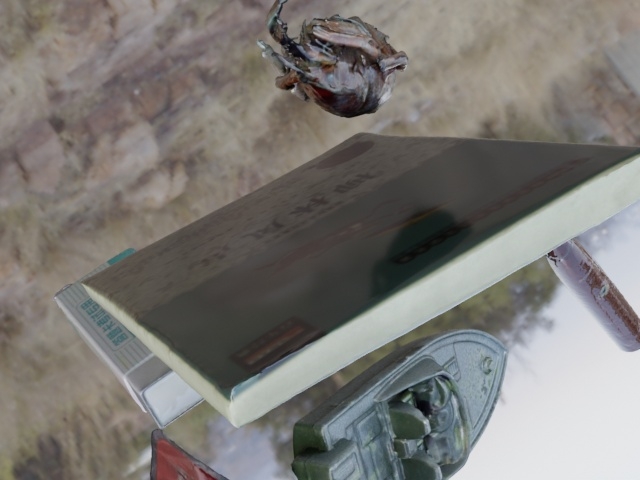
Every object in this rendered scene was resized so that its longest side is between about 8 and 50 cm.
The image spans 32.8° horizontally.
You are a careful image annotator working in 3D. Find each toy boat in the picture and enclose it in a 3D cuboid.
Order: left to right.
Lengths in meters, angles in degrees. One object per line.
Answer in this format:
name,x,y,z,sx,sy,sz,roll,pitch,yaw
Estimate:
toy boat,0.094,0.172,1.037,0.092,0.141,0.319,-1,-159,41

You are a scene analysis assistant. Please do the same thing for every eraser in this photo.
eraser,-0.163,0.083,1.006,0.096,0.052,0.225,-34,-147,-17

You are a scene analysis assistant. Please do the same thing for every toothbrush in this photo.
toothbrush,0.257,0.030,1.079,0.041,0.041,0.364,-38,138,10

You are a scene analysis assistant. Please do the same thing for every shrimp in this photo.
shrimp,0.007,-0.115,0.686,0.075,0.073,0.190,-35,172,23

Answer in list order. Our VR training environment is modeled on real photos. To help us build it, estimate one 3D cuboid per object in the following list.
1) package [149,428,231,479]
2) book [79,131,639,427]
package,-0.102,0.318,0.973,0.071,0.194,0.269,-17,-141,27
book,0.000,0.000,0.693,0.264,0.031,0.379,-29,-164,-17
